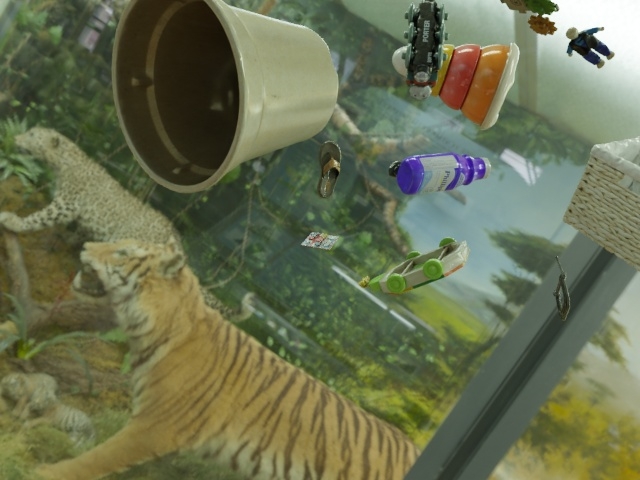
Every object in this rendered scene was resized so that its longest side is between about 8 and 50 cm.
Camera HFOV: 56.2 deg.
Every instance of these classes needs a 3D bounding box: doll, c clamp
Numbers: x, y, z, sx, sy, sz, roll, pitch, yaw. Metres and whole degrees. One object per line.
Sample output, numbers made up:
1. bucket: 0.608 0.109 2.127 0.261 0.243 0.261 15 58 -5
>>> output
1. doll: 0.843 -0.620 1.890 0.189 0.129 0.046 22 46 -25
2. c clamp: 0.664 0.141 1.648 0.161 0.022 0.137 72 12 -53

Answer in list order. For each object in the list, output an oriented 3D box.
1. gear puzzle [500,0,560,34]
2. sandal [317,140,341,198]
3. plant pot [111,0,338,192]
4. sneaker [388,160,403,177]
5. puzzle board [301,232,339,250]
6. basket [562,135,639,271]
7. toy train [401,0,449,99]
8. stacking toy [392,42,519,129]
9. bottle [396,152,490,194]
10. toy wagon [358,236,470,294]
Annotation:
1. gear puzzle: 0.531 -0.644 1.593 0.175 0.044 0.339 27 -3 46
2. sandal: 0.034 -0.260 2.237 0.090 0.219 0.060 3 16 -24
3. plant pot: -0.142 -0.272 1.066 0.334 0.334 0.305 36 33 27
4. sneaker: 0.301 -0.228 1.905 0.170 0.051 0.089 -15 19 -43
5. puzzle board: 0.000 0.000 1.988 0.096 0.011 0.128 9 22 13
6. basket: 0.974 -0.116 1.790 0.331 0.266 0.328 -13 42 -35
7. toy train: 0.335 -0.615 1.926 0.142 0.334 0.190 4 -27 8
8. stacking toy: 0.523 -0.678 2.421 0.479 0.351 0.350 20 5 7
9. bottle: 0.371 -0.203 1.784 0.282 0.118 0.092 -7 53 -21
10. toy wagon: 0.278 0.090 1.806 0.068 0.344 0.267 63 26 -4
